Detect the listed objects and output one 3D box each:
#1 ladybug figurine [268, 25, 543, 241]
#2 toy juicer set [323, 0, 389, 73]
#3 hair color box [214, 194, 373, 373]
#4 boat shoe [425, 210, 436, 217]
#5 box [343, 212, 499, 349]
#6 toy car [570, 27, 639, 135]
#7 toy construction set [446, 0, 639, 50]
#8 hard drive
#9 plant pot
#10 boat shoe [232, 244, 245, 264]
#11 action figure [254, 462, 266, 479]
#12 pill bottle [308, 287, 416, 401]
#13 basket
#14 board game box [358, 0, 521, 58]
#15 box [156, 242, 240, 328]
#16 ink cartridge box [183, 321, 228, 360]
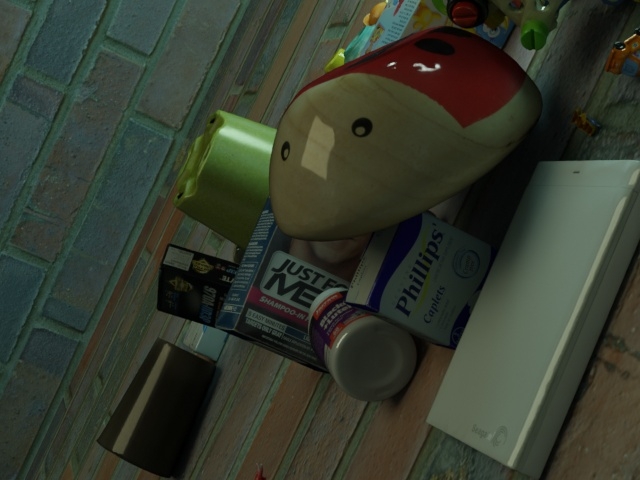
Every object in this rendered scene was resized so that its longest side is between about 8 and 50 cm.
[{"bbox_3d":[0.091,-0.140,1.264,0.305,0.161,0.449,-17,12,28],"label":"ladybug figurine"},{"bbox_3d":[0.115,-0.345,1.879,0.209,0.089,0.329,-51,10,0],"label":"toy juicer set"},{"bbox_3d":[0.000,0.000,1.581,0.347,0.174,0.105,-68,19,-10],"label":"hair color box"},{"bbox_3d":[0.118,-0.013,1.440,0.066,0.066,0.183,-67,18,-12],"label":"boat shoe"},{"bbox_3d":[0.118,0.042,1.248,0.126,0.137,0.072,-67,19,-6],"label":"box"},{"bbox_3d":[0.317,-0.164,1.157,0.040,0.060,0.122,47,140,25],"label":"toy car"},{"bbox_3d":[0.199,-0.348,1.202,0.215,0.327,0.151,-32,14,43],"label":"toy construction set"},{"bbox_3d":[0.217,0.067,1.096,0.307,0.040,0.203,-66,18,-4],"label":"hard drive"},{"bbox_3d":[-0.100,-0.089,1.854,0.276,0.254,0.276,-54,20,30],"label":"plant pot"},{"bbox_3d":[-0.138,-0.033,2.208,0.072,0.068,0.190,137,154,-75],"label":"boat shoe"},{"bbox_3d":[-0.079,0.358,1.458,0.280,0.092,0.139,180,105,-71],"label":"action figure"},{"bbox_3d":[0.044,0.123,1.398,0.108,0.108,0.193,-63,18,5],"label":"pill bottle"},{"bbox_3d":[-0.304,0.312,2.085,0.226,0.154,0.204,-64,15,-9],"label":"basket"},{"bbox_3d":[0.171,-0.300,1.545,0.275,0.142,0.144,-62,18,9],"label":"board game box"},{"bbox_3d":[-0.197,0.091,1.930,0.220,0.175,0.051,113,174,-64],"label":"box"},{"bbox_3d":[-0.223,0.182,2.175,0.088,0.052,0.122,-66,19,-5],"label":"ink cartridge box"}]
